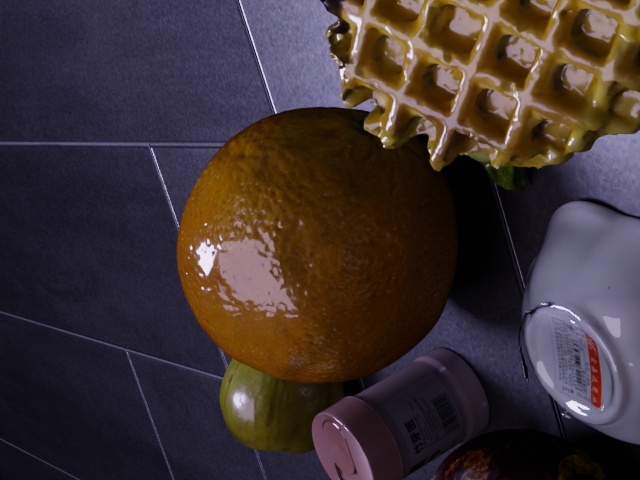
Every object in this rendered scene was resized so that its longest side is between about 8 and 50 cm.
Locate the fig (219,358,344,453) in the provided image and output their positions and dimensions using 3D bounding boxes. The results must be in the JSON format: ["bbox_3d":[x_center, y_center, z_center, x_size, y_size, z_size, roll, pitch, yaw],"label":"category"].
[{"bbox_3d":[-0.030,0.147,1.591,0.142,0.186,0.148,28,-172,-24],"label":"fig"}]

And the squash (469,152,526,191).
[{"bbox_3d":[0.125,-0.124,1.148,0.075,0.090,0.200,-28,104,26],"label":"squash"}]

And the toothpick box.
[{"bbox_3d":[0.079,0.179,1.383,0.098,0.149,0.098,39,144,37],"label":"toothpick box"}]

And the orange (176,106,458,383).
[{"bbox_3d":[0.000,0.000,1.273,0.264,0.264,0.264,39,143,38],"label":"orange"}]

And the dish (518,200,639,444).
[{"bbox_3d":[0.224,0.086,1.138,0.229,0.081,0.229,38,142,38],"label":"dish"}]

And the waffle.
[{"bbox_3d":[0.121,-0.196,1.010,0.307,0.060,0.312,-3,109,32],"label":"waffle"}]

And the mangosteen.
[{"bbox_3d":[0.169,0.277,1.243,0.192,0.217,0.192,25,151,15],"label":"mangosteen"}]
